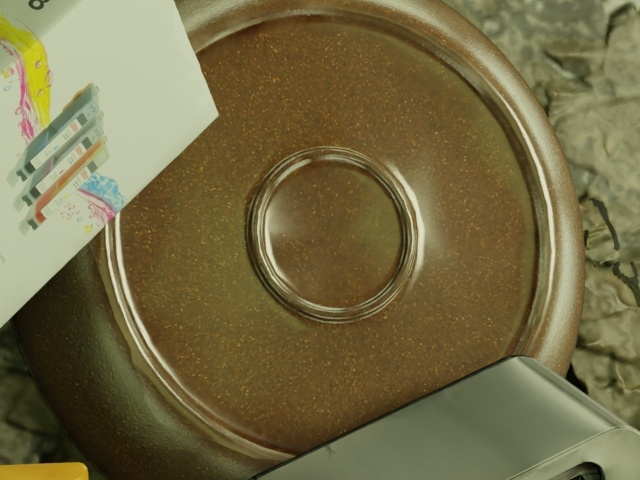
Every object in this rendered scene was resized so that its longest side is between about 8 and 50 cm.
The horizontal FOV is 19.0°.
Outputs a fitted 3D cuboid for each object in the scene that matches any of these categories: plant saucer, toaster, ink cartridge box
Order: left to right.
[{"bbox_3d":[-0.158,-0.063,0.840,0.128,0.127,0.176,33,68,30],"label":"ink cartridge box"},{"bbox_3d":[0.000,0.000,0.950,0.311,0.050,0.310,3,79,-18],"label":"plant saucer"},{"bbox_3d":[0.079,0.160,0.891,0.186,0.110,0.168,-23,114,-18],"label":"toaster"}]

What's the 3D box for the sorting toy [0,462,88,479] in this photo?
[{"bbox_3d":[-0.142,0.273,0.862,0.196,0.047,0.347,13,78,-20],"label":"sorting toy"}]
